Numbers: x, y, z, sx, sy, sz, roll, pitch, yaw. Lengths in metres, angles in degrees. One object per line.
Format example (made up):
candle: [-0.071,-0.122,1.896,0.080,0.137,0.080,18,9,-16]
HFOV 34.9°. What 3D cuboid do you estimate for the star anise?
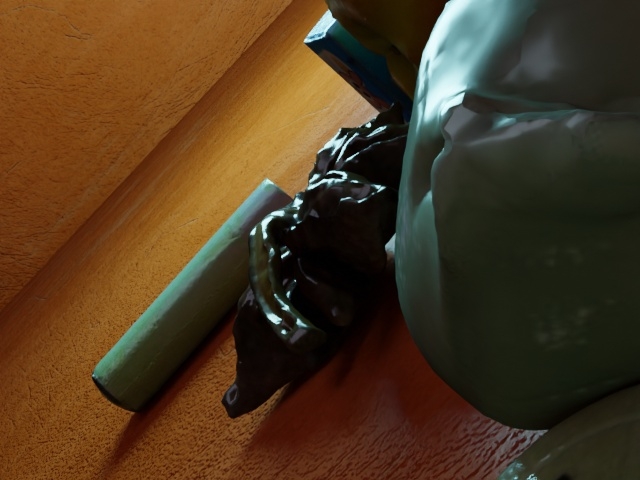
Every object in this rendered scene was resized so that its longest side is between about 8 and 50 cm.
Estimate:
star anise: [0.001,0.002,0.843,0.292,0.109,0.349,113,180,-50]

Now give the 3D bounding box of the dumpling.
dumpling: [0.133,-0.042,0.479,0.270,0.212,0.320,-45,17,25]

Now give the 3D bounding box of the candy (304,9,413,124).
candy: [0.143,-0.264,1.031,0.306,0.157,0.100,-51,16,-5]

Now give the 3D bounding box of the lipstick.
lipstick: [-0.136,0.063,1.151,0.304,0.076,0.076,-49,17,1]

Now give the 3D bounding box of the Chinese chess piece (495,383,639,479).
Chinese chess piece: [0.116,0.136,0.360,0.188,0.083,0.188,-44,15,15]

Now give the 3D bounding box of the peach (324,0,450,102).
peach: [0.185,-0.292,0.828,0.380,0.242,0.306,-45,28,-5]
